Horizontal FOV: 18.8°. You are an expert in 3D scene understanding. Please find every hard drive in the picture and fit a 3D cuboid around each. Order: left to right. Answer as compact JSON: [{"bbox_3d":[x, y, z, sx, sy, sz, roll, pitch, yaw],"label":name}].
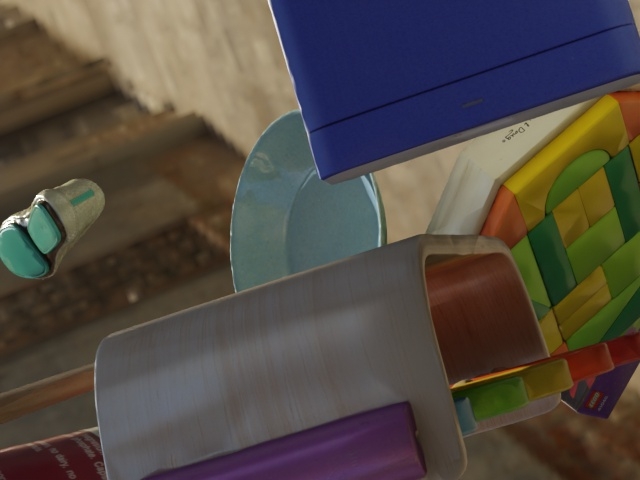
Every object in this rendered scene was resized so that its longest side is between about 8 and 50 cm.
[{"bbox_3d":[0.056,-0.218,1.202,0.040,0.210,0.318,20,-128,-75],"label":"hard drive"}]

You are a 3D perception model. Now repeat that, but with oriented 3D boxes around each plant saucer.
[{"bbox_3d":[0.000,0.000,1.425,0.195,0.037,0.195,-1,89,55],"label":"plant saucer"}]

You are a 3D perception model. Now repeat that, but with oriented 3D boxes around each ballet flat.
[{"bbox_3d":[-0.199,-0.008,1.462,0.057,0.052,0.168,58,155,-4],"label":"ballet flat"}]

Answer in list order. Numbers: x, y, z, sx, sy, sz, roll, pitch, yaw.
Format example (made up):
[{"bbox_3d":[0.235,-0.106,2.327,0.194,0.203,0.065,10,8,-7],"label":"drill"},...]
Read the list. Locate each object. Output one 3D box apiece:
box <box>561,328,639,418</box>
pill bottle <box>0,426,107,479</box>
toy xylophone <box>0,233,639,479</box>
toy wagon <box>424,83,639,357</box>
[{"bbox_3d":[0.267,-0.002,1.888,0.057,0.293,0.201,17,-165,-46],"label":"box"},{"bbox_3d":[-0.156,0.253,1.499,0.224,0.392,0.224,36,132,56],"label":"pill bottle"},{"bbox_3d":[-0.012,0.061,0.754,0.323,0.236,0.081,-6,-101,-69],"label":"toy xylophone"},{"bbox_3d":[0.196,0.006,1.449,0.068,0.267,0.344,42,168,37],"label":"toy wagon"}]
